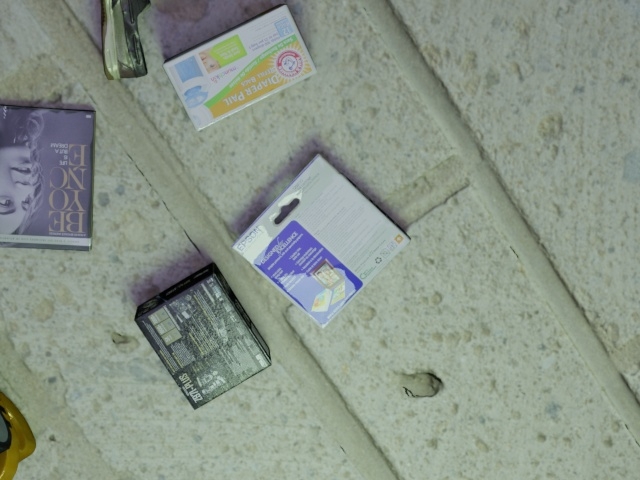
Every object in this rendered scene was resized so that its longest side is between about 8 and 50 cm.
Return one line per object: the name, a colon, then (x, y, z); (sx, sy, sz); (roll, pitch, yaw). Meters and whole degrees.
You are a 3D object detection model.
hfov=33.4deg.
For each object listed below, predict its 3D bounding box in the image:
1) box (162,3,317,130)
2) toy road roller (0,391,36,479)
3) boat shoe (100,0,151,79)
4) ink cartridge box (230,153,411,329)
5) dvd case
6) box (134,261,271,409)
box: (-0.119, -0.260, 1.592); (0.203, 0.103, 0.114); (-27, 104, 1)
toy road roller: (-0.581, 0.261, 1.646); (0.203, 0.240, 0.329); (-31, 67, 2)
boat shoe: (-0.287, -0.348, 1.572); (0.073, 0.080, 0.223); (-1, 109, -11)
ink cartridge box: (0.000, 0.000, 1.695); (0.208, 0.045, 0.206); (43, 96, -14)
dvd case: (-0.433, -0.095, 1.643); (0.165, 0.018, 0.221); (3, 103, -7)
box: (-0.185, 0.151, 1.695); (0.147, 0.077, 0.180); (-31, 104, 2)
